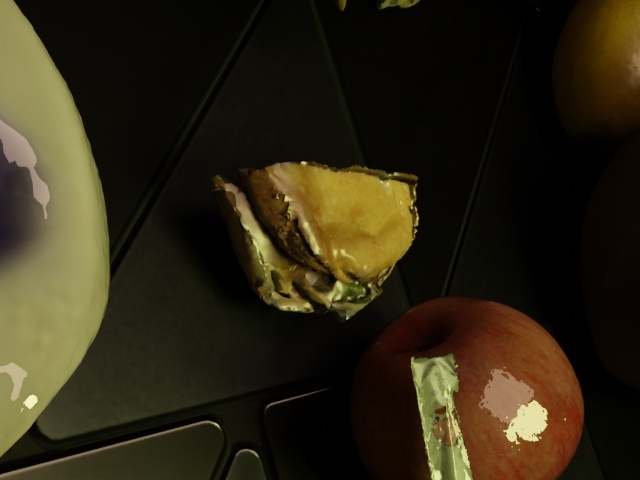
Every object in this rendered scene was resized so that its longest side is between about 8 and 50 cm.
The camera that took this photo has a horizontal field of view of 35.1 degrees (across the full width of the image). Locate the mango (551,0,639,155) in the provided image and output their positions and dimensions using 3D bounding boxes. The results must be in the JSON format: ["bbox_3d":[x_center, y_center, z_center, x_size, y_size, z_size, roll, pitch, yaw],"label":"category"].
[{"bbox_3d":[0.356,-0.194,1.050,0.317,0.173,0.211,-24,102,-35],"label":"mango"}]

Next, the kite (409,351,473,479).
[{"bbox_3d":[0.098,0.245,0.579,0.406,0.014,0.368,-10,89,-13],"label":"kite"}]

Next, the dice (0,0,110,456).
[{"bbox_3d":[-0.249,0.000,0.337,0.259,0.243,0.251,53,44,-15],"label":"dice"}]

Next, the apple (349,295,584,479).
[{"bbox_3d":[0.090,0.105,0.665,0.153,0.153,0.120,-55,127,-43],"label":"apple"}]

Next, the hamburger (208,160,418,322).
[{"bbox_3d":[-0.002,0.006,0.681,0.176,0.087,0.102,2,80,-50],"label":"hamburger"}]

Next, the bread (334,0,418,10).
[{"bbox_3d":[0.044,-0.321,0.740,0.314,0.191,0.370,-61,149,-23],"label":"bread"}]

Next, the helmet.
[{"bbox_3d":[0.346,0.005,0.914,0.271,0.197,0.338,38,53,-40],"label":"helmet"}]
